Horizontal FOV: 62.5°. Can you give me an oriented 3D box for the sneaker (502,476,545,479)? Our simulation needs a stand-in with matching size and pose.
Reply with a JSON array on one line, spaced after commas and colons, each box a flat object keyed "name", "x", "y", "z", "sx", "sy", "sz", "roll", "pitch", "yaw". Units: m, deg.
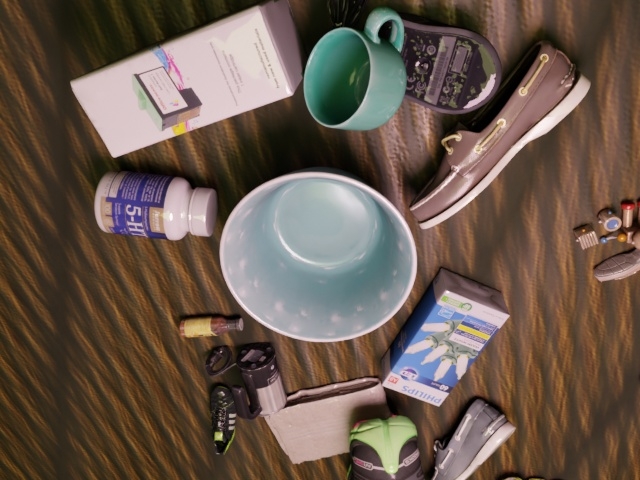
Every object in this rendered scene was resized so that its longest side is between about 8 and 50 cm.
[{"name": "sneaker", "x": 0.514, "y": 0.620, "z": 1.247, "sx": 0.239, "sy": 0.091, "sz": 0.126, "roll": 18, "pitch": 138, "yaw": -5}]

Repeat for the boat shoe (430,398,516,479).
[{"name": "boat shoe", "x": 0.312, "y": 0.475, "z": 1.186, "sx": 0.099, "sy": 0.116, "sz": 0.320, "roll": 48, "pitch": 132, "yaw": 29}]

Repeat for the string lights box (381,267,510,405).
[{"name": "string lights box", "x": 0.233, "y": 0.193, "z": 1.027, "sx": 0.133, "sy": 0.077, "sz": 0.260, "roll": 21, "pitch": 119, "yaw": -7}]

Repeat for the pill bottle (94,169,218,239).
[{"name": "pill bottle", "x": -0.280, "y": -0.058, "z": 0.920, "sx": 0.186, "sy": 0.112, "sz": 0.112, "roll": 6, "pitch": 120, "yaw": 3}]

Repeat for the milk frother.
[{"name": "milk frother", "x": -0.159, "y": 0.295, "z": 1.127, "sx": 0.143, "sy": 0.129, "sz": 0.135, "roll": 22, "pitch": 131, "yaw": 45}]

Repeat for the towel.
[{"name": "towel", "x": 0.027, "y": 0.409, "z": 1.189, "sx": 0.281, "sy": 0.049, "sz": 0.187, "roll": -16, "pitch": 118, "yaw": 13}]

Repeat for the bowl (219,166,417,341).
[{"name": "bowl", "x": 0.000, "y": 0.000, "z": 0.894, "sx": 0.311, "sy": 0.163, "sz": 0.312, "roll": 2, "pitch": 120, "yaw": 4}]

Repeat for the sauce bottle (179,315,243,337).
[{"name": "sauce bottle", "x": -0.224, "y": 0.176, "z": 1.086, "sx": 0.128, "sy": 0.042, "sz": 0.042, "roll": -4, "pitch": 119, "yaw": 11}]

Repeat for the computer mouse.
[{"name": "computer mouse", "x": 0.135, "y": -0.280, "z": 0.782, "sx": 0.272, "sy": 0.072, "sz": 0.189, "roll": 23, "pitch": 122, "yaw": 7}]

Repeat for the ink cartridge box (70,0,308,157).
[{"name": "ink cartridge box", "x": -0.171, "y": -0.240, "z": 0.754, "sx": 0.277, "sy": 0.201, "sz": 0.117, "roll": -15, "pitch": 116, "yaw": 14}]

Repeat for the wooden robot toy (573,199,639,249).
[{"name": "wooden robot toy", "x": 0.523, "y": -0.017, "z": 0.877, "sx": 0.173, "sy": 0.079, "sz": 0.076, "roll": -8, "pitch": 118, "yaw": 10}]

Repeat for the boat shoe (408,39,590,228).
[{"name": "boat shoe", "x": 0.249, "y": -0.154, "z": 0.812, "sx": 0.096, "sy": 0.117, "sz": 0.324, "roll": 41, "pitch": 112, "yaw": -11}]

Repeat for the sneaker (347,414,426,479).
[{"name": "sneaker", "x": 0.143, "y": 0.563, "z": 1.141, "sx": 0.185, "sy": 0.202, "sz": 0.483, "roll": -9, "pitch": 135, "yaw": 7}]

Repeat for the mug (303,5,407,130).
[{"name": "mug", "x": 0.063, "y": -0.220, "z": 0.720, "sx": 0.157, "sy": 0.097, "sz": 0.130, "roll": -15, "pitch": 82, "yaw": 46}]

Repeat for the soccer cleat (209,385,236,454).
[{"name": "soccer cleat", "x": -0.222, "y": 0.410, "z": 1.200, "sx": 0.060, "sy": 0.072, "sz": 0.179, "roll": 3, "pitch": 119, "yaw": 4}]

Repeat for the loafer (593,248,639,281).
[{"name": "loafer", "x": 0.550, "y": 0.042, "z": 0.930, "sx": 0.125, "sy": 0.045, "sz": 0.039, "roll": -33, "pitch": 118, "yaw": 19}]
